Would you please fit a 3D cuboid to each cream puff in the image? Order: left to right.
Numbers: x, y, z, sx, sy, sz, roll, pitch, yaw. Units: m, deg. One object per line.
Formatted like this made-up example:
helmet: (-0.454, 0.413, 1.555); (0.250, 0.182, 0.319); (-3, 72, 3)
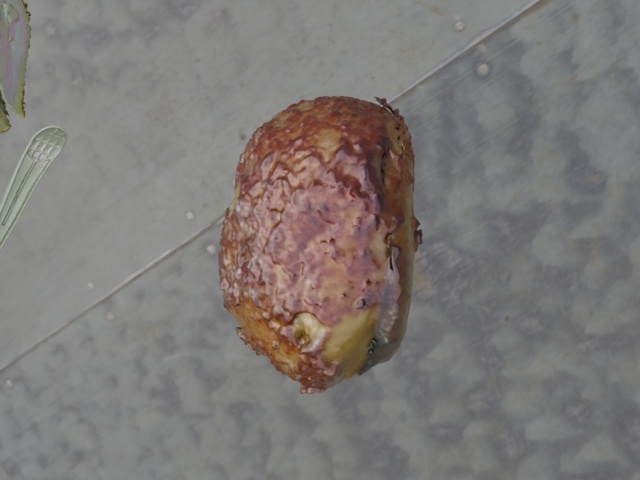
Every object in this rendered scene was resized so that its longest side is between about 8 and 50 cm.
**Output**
cream puff: (0.000, 0.000, 0.683); (0.163, 0.240, 0.240); (-2, 111, -7)

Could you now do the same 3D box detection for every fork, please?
fork: (-0.220, 0.016, 0.563); (0.034, 0.028, 0.219); (27, 109, -29)

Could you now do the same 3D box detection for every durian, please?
durian: (-0.320, -0.194, 0.726); (0.102, 0.146, 0.208); (1, 76, 33)
